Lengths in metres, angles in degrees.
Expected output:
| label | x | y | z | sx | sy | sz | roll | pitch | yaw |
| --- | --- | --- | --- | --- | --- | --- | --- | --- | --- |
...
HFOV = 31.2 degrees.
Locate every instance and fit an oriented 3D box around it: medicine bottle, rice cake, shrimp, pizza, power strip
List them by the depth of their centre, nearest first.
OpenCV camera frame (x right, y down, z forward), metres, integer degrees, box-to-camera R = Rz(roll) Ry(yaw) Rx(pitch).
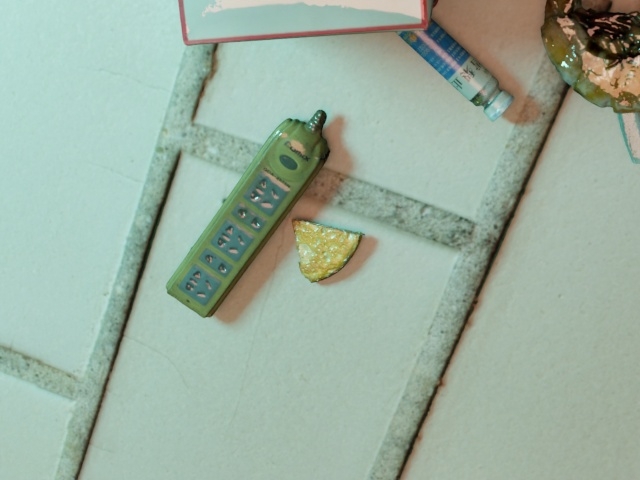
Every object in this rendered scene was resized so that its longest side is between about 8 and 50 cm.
| label | x | y | z | sx | sy | sz | roll | pitch | yaw |
| --- | --- | --- | --- | --- | --- | --- | --- | --- | --- |
| shrimp | 0.412 | -0.352 | 1.526 | 0.233 | 0.071 | 0.364 | 0 | 102 | 10 |
| rice cake | 0.432 | -0.194 | 1.599 | 0.042 | 0.030 | 0.180 | -16 | 103 | 9 |
| medicine bottle | 0.190 | -0.249 | 1.619 | 0.191 | 0.051 | 0.051 | 43 | 110 | -3 |
| power strip | -0.103 | -0.042 | 1.738 | 0.092 | 0.066 | 0.387 | 35 | 110 | -4 |
| pizza | 0.000 | 0.000 | 1.751 | 0.123 | 0.026 | 0.108 | -42 | 93 | 22 |

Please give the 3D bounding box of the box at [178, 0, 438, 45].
| label | x | y | z | sx | sy | sz | roll | pitch | yaw |
| --- | --- | --- | --- | --- | --- | --- | --- | --- | --- |
| box | -0.010 | -0.430 | 1.469 | 0.312 | 0.300 | 0.314 | -2 | 106 | 12 |
